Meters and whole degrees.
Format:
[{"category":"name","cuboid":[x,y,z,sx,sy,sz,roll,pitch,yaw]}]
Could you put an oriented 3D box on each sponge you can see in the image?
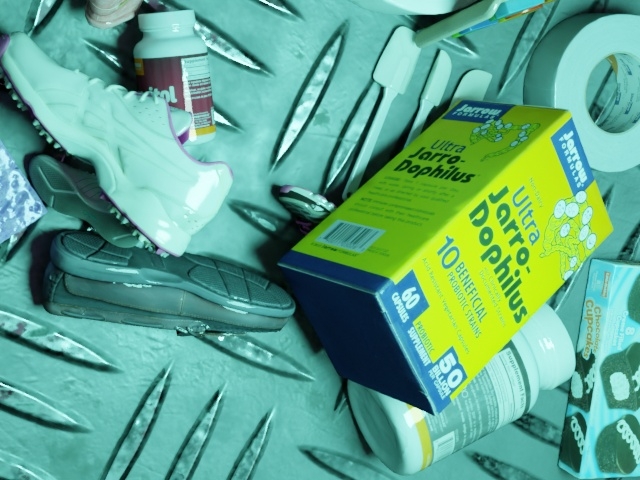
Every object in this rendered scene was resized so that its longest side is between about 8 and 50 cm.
[{"category":"sponge","cuboid":[-0.406,-0.086,1.242,0.117,0.031,0.210,-35,112,-16]}]

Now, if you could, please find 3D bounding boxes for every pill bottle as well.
[{"category":"pill bottle","cuboid":[0.189,0.185,1.504,0.278,0.162,0.162,-24,109,-20]},{"category":"pill bottle","cuboid":[-0.170,-0.187,1.305,0.086,0.086,0.152,-11,103,-23]}]

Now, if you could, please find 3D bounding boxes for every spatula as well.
[{"category":"spatula","cuboid":[0.120,-0.141,1.492,0.168,0.019,0.242,23,90,-33]}]

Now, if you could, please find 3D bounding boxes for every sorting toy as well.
[{"category":"sorting toy","cuboid":[0.244,-0.297,1.415,0.208,0.193,0.038,-27,97,-23]}]

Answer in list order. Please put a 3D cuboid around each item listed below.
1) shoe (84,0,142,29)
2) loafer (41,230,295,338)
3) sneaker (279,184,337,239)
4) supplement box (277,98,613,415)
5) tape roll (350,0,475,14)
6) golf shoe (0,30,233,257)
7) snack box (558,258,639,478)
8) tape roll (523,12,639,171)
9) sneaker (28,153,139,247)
[{"category":"shoe","cuboid":[-0.210,-0.316,1.279,0.063,0.081,0.178,30,56,-2]},{"category":"loafer","cuboid":[-0.182,0.069,1.351,0.302,0.109,0.095,15,112,-21]},{"category":"sneaker","cuboid":[0.000,0.000,1.433,0.170,0.063,0.075,46,73,-30]},{"category":"supplement box","cuboid":[0.160,0.007,1.394,0.356,0.195,0.194,-42,122,-24]},{"category":"tape roll","cuboid":[0.117,-0.421,1.391,0.286,0.100,0.286,-5,101,-24]},{"category":"golf shoe","cuboid":[-0.224,-0.127,1.242,0.140,0.115,0.306,-42,94,-1]},{"category":"snack box","cuboid":[0.471,0.193,1.695,0.187,0.060,0.322,4,98,-26]},{"category":"tape roll","cuboid":[0.393,-0.207,1.578,0.219,0.072,0.219,-5,102,-25]},{"category":"sneaker","cuboid":[-0.267,-0.053,1.307,0.152,0.054,0.061,35,41,-12]}]
